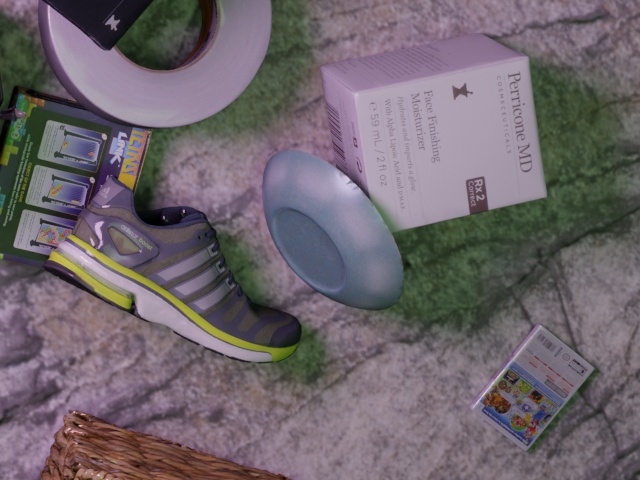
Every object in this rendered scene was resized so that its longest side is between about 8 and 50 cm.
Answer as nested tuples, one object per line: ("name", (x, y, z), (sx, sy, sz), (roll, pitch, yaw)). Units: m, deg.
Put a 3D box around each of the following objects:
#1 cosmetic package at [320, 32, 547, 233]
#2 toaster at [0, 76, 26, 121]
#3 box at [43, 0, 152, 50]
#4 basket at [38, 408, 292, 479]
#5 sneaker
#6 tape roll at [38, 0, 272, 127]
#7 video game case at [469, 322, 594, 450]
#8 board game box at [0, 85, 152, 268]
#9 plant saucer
("cosmetic package", (0.113, -0.111, 1.798), (0.183, 0.151, 0.151), (-13, 108, -10))
("toaster", (-0.376, -0.165, 1.659), (0.185, 0.168, 0.110), (-6, 102, -11))
("box", (-0.199, -0.393, 1.505), (0.343, 0.179, 0.312), (-48, 146, 2))
("basket", (-0.159, 0.341, 1.822), (0.299, 0.213, 0.223), (20, 98, -17))
("sneaker", (-0.126, 0.035, 1.783), (0.300, 0.111, 0.121), (27, 89, -38))
("tape roll", (-0.161, -0.218, 1.725), (0.219, 0.072, 0.219), (-1, 93, -18))
("video game case", (0.235, 0.163, 1.974), (0.087, 0.011, 0.122), (38, 93, -20))
("board game box", (-0.259, -0.055, 1.781), (0.141, 0.048, 0.170), (14, 100, -18))
("plant saucer", (0.000, 0.000, 1.781), (0.037, 0.195, 0.195), (-38, 112, -29))
